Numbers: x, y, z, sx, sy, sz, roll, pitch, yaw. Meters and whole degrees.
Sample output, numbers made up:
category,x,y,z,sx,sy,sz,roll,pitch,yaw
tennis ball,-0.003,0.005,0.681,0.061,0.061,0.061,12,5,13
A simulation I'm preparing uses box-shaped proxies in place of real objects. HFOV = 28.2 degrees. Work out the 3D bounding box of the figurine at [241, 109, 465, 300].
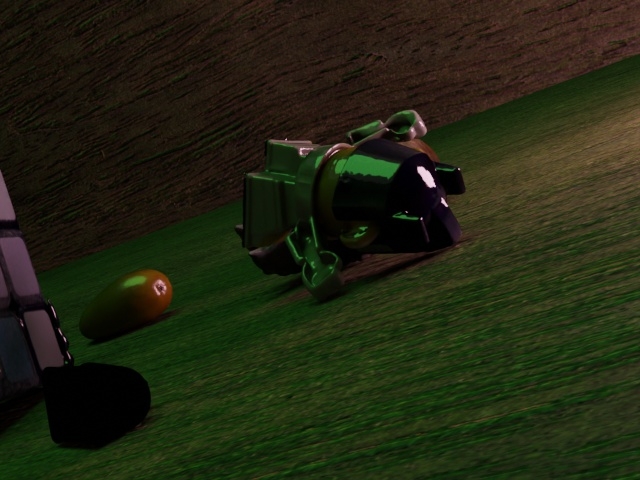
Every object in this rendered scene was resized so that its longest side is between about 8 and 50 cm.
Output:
category,x,y,z,sx,sy,sz,roll,pitch,yaw
figurine,0.042,-0.056,1.645,0.308,0.308,0.143,-19,-32,27

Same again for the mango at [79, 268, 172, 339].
category,x,y,z,sx,sy,sz,roll,pitch,yaw
mango,-0.321,0.105,2.057,0.184,0.085,0.102,-25,4,22

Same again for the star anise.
category,x,y,z,sx,sy,sz,roll,pitch,yaw
star anise,0.007,-0.012,1.832,0.236,0.109,0.223,-23,21,-6

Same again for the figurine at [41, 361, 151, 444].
category,x,y,z,sx,sy,sz,roll,pitch,yaw
figurine,-0.218,0.166,1.323,0.098,0.082,0.154,-3,-5,-34

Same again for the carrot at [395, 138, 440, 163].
category,x,y,z,sx,sy,sz,roll,pitch,yaw
carrot,0.137,-0.113,2.109,0.138,0.139,0.302,-21,6,12

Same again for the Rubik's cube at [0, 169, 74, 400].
category,x,y,z,sx,sy,sz,roll,pitch,yaw
Rubik's cube,-0.593,0.096,1.689,0.359,0.362,0.363,-17,-2,12
